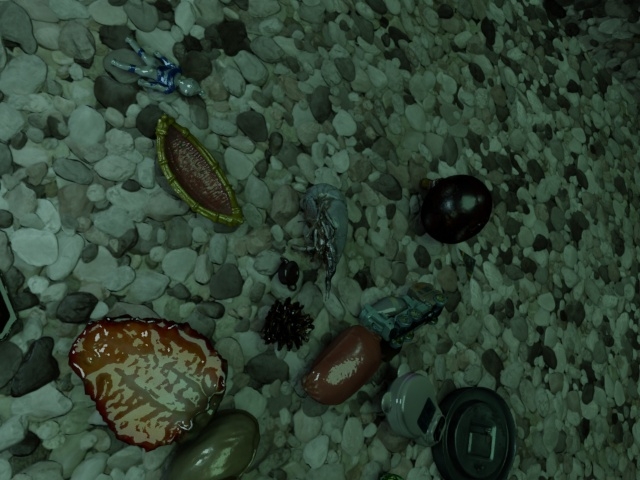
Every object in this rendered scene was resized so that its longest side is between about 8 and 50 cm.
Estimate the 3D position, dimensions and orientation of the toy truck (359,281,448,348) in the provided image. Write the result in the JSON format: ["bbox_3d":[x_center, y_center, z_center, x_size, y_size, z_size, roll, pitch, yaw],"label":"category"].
[{"bbox_3d":[0.245,0.207,1.482,0.256,0.108,0.140,-23,49,-34],"label":"toy truck"}]

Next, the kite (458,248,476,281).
[{"bbox_3d":[0.503,0.081,1.724,0.090,0.004,0.122,-11,85,-32],"label":"kite"}]

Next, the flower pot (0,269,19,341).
[{"bbox_3d":[-0.725,0.142,0.953,0.251,0.084,0.179,-21,92,-32],"label":"flower pot"}]

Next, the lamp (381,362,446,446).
[{"bbox_3d":[0.262,0.483,1.445,0.246,0.108,0.179,53,56,-19],"label":"lamp"}]

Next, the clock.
[{"bbox_3d":[0.478,0.616,1.568,0.319,0.066,0.319,7,76,-29],"label":"clock"}]

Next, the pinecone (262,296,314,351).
[{"bbox_3d":[-0.079,0.215,1.279,0.121,0.140,0.140,17,65,19],"label":"pinecone"}]

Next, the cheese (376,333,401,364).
[{"bbox_3d":[0.218,0.292,1.498,0.162,0.036,0.086,-30,90,-32],"label":"cheese"}]

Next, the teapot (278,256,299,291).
[{"bbox_3d":[-0.088,0.091,1.357,0.068,0.045,0.100,-34,116,-52],"label":"teapot"}]

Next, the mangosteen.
[{"bbox_3d":[0.412,-0.123,1.607,0.235,0.235,0.261,-18,56,-32],"label":"mangosteen"}]

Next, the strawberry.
[{"bbox_3d":[-0.372,0.292,1.104,0.336,0.149,0.265,34,72,-9],"label":"strawberry"}]

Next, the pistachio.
[{"bbox_3d":[-0.238,0.485,1.143,0.238,0.153,0.138,-46,144,-27],"label":"pistachio"}]

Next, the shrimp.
[{"bbox_3d":[0.007,-0.001,1.389,0.145,0.116,0.343,10,68,-28],"label":"shrimp"}]

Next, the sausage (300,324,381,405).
[{"bbox_3d":[0.064,0.332,1.342,0.254,0.148,0.148,-42,102,-24],"label":"sausage"}]

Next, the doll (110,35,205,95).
[{"bbox_3d":[-0.399,-0.414,1.271,0.227,0.057,0.114,25,62,-14],"label":"doll"}]

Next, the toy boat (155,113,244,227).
[{"bbox_3d":[-0.305,-0.160,1.252,0.141,0.099,0.318,-41,104,-26],"label":"toy boat"}]

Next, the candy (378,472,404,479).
[{"bbox_3d":[0.255,0.774,1.413,0.097,0.097,0.323,-44,112,-29],"label":"candy"}]
